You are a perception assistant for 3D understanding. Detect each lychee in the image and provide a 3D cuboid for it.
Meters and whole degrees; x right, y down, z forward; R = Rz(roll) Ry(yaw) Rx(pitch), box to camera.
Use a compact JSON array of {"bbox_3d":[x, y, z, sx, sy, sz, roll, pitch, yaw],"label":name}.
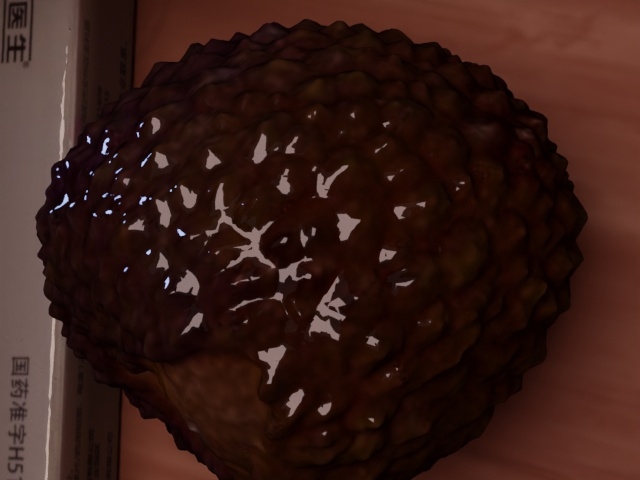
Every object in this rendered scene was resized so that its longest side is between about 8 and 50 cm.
[{"bbox_3d":[0.000,0.000,0.571,0.188,0.188,0.188,-3,81,18],"label":"lychee"}]

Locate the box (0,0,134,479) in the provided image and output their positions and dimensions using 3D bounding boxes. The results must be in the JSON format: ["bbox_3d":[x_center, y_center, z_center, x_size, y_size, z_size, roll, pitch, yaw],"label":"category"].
[{"bbox_3d":[-0.193,0.016,0.687,0.214,0.069,0.353,-1,83,18],"label":"box"}]
